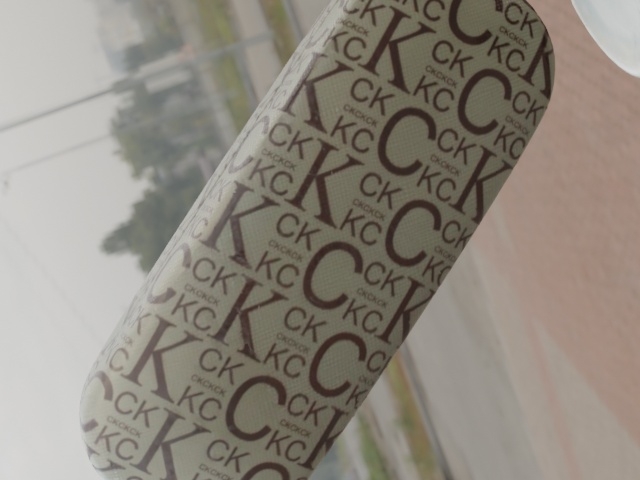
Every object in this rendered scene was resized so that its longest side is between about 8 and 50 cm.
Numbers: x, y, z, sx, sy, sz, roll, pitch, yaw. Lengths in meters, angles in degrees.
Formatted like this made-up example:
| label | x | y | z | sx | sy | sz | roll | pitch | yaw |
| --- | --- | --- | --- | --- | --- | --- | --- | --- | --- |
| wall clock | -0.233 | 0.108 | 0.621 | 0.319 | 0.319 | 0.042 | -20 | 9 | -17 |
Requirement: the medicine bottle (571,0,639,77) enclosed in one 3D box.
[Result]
| label | x | y | z | sx | sy | sz | roll | pitch | yaw |
| --- | --- | --- | --- | --- | --- | --- | --- | --- | --- |
| medicine bottle | 0.439 | -0.332 | 1.494 | 0.211 | 0.371 | 0.211 | 61 | 175 | 10 |

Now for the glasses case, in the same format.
| label | x | y | z | sx | sy | sz | roll | pitch | yaw |
| --- | --- | --- | --- | --- | --- | --- | --- | --- | --- |
| glasses case | 0.000 | 0.000 | 0.827 | 0.137 | 0.355 | 0.085 | 34 | 178 | -17 |
